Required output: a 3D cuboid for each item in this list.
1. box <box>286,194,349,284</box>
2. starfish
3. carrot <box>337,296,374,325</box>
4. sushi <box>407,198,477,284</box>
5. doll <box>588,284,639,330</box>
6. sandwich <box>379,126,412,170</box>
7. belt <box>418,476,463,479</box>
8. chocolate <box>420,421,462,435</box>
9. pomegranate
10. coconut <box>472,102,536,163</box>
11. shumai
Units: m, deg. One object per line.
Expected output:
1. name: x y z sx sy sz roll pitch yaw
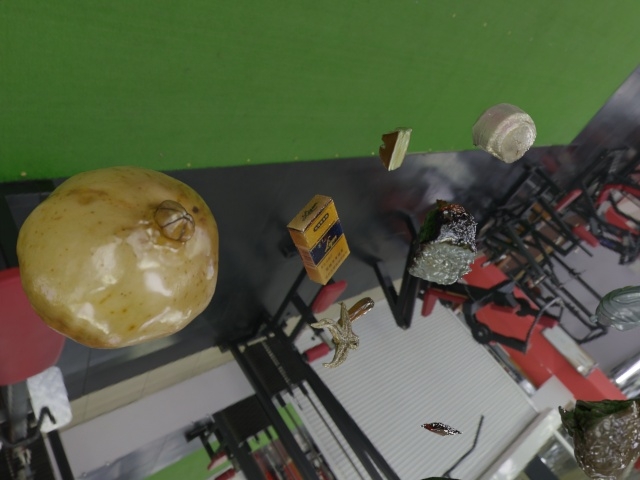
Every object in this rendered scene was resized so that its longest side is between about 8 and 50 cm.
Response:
1. box: -0.001 0.000 1.378 0.152 0.070 0.237 -49 140 -30
2. starfish: 0.051 0.259 1.264 0.050 0.138 0.247 -31 175 23
3. carrot: 0.146 0.302 1.909 0.186 0.060 0.060 -37 155 11
4. sushi: 0.397 0.022 1.453 0.343 0.196 0.182 87 26 -66
5. doll: 0.556 0.108 0.779 0.094 0.079 0.180 30 138 -31
6. sandwich: 0.294 -0.384 1.830 0.090 0.088 0.244 -28 156 -19
7. belt: 0.369 0.770 1.272 0.289 0.164 0.184 23 86 -19
8. chocolate: 0.450 0.700 1.685 0.086 0.028 0.182 -28 136 35
9. pomegranate: -0.369 0.022 0.897 0.410 0.410 0.410 -30 153 -17
10. coconut: 0.356 -0.215 0.902 0.110 0.124 0.110 -7 123 -10
11. shumai: 0.689 0.462 1.140 0.183 0.185 0.218 -18 120 -24
